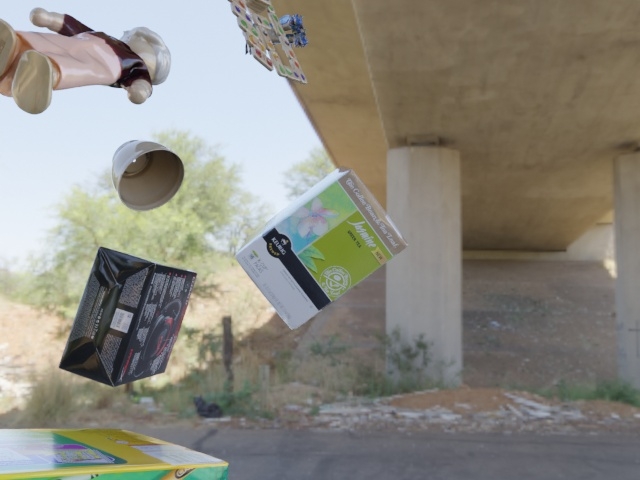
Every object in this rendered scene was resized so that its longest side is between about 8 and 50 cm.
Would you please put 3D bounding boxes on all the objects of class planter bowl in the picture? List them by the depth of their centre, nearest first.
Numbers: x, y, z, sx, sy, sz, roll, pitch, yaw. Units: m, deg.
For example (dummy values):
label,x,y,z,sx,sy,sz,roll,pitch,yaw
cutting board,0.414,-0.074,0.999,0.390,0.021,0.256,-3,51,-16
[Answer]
label,x,y,z,sx,sy,sz,roll,pitch,yaw
planter bowl,-0.408,-0.162,1.492,0.162,0.162,0.109,9,27,-51

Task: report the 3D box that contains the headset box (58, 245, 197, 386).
label,x,y,z,sx,sy,sz,roll,pitch,yaw
headset box,-0.341,0.140,1.225,0.110,0.218,0.293,17,-4,7

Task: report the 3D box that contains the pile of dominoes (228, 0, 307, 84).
label,x,y,z,sx,sy,sz,roll,pitch,yaw
pile of dominoes,-0.110,-0.445,1.322,0.040,0.251,0.196,-28,-8,25

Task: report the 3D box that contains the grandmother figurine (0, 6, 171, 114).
label,x,y,z,sx,sy,sz,roll,pitch,yaw
grandmother figurine,-0.322,-0.255,0.924,0.104,0.208,0.342,-42,-1,23

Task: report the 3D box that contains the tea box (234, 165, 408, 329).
label,x,y,z,sx,sy,sz,roll,pitch,yaw
tea box,0.000,0.000,1.560,0.323,0.220,0.329,-38,7,5

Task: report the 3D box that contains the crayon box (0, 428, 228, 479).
label,x,y,z,sx,sy,sz,roll,pitch,yaw
crayon box,-0.228,0.194,0.487,0.165,0.081,0.278,-2,-13,42

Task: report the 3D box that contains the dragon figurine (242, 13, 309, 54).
label,x,y,z,sx,sy,sz,roll,pitch,yaw
dragon figurine,-0.114,-0.502,1.594,0.144,0.085,0.289,-8,18,-11
